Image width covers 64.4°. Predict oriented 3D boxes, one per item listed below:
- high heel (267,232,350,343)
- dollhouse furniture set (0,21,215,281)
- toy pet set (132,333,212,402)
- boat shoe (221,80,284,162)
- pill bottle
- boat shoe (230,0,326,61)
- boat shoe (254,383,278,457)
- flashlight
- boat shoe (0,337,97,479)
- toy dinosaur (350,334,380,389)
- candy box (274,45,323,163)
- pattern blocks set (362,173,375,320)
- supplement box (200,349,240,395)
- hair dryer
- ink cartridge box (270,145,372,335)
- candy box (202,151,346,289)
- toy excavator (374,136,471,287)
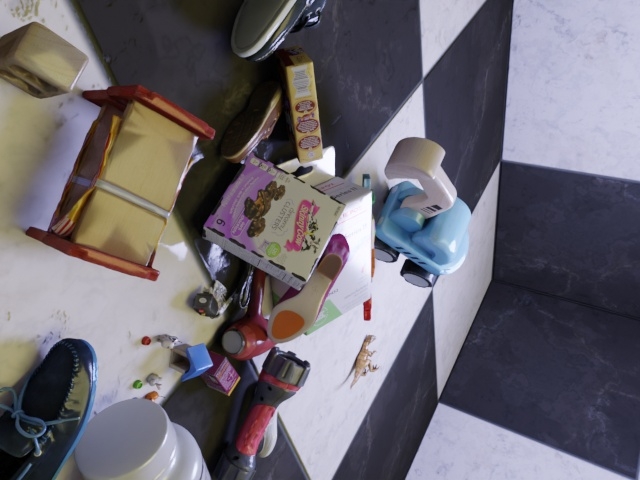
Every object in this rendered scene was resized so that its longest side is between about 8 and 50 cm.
[{"bbox_3d":[-0.025,0.092,0.991,0.244,0.082,0.117,-60,-177,23],"label":"high heel"},{"bbox_3d":[-0.317,-0.113,0.524,0.374,0.152,0.201,28,79,-44],"label":"dollhouse furniture set"},{"bbox_3d":[-0.245,0.221,0.859,0.114,0.065,0.122,-2,106,-61],"label":"toy pet set"},{"bbox_3d":[-0.110,-0.200,0.893,0.177,0.064,0.060,-63,148,-25],"label":"boat shoe"},{"bbox_3d":[-0.262,0.401,0.801,0.176,0.177,0.318,-45,140,-42],"label":"pill bottle"},{"bbox_3d":[-0.037,-0.413,0.854,0.113,0.127,0.339,43,56,-46],"label":"boat shoe"},{"bbox_3d":[-0.134,0.409,1.160,0.063,0.066,0.184,5,102,-47],"label":"boat shoe"},{"bbox_3d":[-0.125,0.381,1.072,0.303,0.103,0.103,-65,155,-3],"label":"flashlight"},{"bbox_3d":[-0.360,0.247,0.628,0.089,0.109,0.258,29,76,-58],"label":"boat shoe"},{"bbox_3d":[0.133,0.409,1.655,0.112,0.064,0.211,50,49,-36],"label":"toy dinosaur"},{"bbox_3d":[-0.039,-0.251,0.947,0.053,0.109,0.186,-14,127,-7],"label":"candy box"},{"bbox_3d":[0.121,0.008,1.296,0.285,0.026,0.324,-90,180,-57],"label":"pattern blocks set"},{"bbox_3d":[-0.198,0.252,0.971,0.043,0.055,0.083,-57,148,-32],"label":"supplement box"},{"bbox_3d":[-0.124,0.130,1.017,0.223,0.080,0.293,-57,148,-32],"label":"hair dryer"},{"bbox_3d":[0.000,0.000,1.080,0.207,0.119,0.353,-26,127,-33],"label":"ink cartridge box"},{"bbox_3d":[-0.078,-0.033,0.891,0.164,0.196,0.070,-62,-176,-22],"label":"candy box"},{"bbox_3d":[0.283,-0.076,1.354,0.433,0.445,0.222,33,69,-17],"label":"toy excavator"}]
